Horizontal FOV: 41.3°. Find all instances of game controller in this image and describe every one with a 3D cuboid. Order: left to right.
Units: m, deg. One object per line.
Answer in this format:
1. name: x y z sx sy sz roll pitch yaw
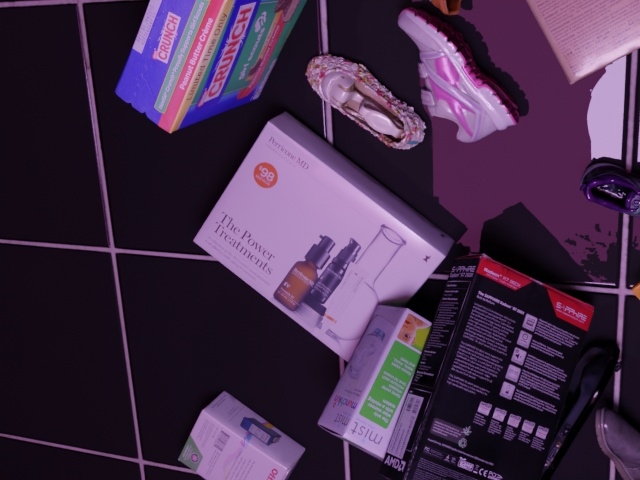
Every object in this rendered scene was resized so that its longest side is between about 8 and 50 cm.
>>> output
1. game controller: 0.405 0.317 1.405 0.067 0.166 0.319 25 115 9

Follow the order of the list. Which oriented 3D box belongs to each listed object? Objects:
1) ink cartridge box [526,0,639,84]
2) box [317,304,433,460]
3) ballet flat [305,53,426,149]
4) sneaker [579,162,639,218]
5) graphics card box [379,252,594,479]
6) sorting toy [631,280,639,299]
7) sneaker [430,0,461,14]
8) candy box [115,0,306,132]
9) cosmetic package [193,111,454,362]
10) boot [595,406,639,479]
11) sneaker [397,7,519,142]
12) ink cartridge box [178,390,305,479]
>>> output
1. ink cartridge box: 0.425 -0.366 1.215 0.234 0.088 0.193 -26 94 29
2. box: 0.167 0.269 1.408 0.262 0.127 0.231 33 77 -17
3. ballet flat: 0.070 -0.234 1.419 0.241 0.077 0.091 34 118 11
4. sneaker: 0.501 -0.052 1.281 0.223 0.098 0.083 16 113 18
5. graphics card box: 0.264 0.234 1.328 0.233 0.094 0.371 24 78 -19
6. sorting toy: 0.623 0.176 1.301 0.347 0.047 0.196 32 121 0
7. sneaker: 0.266 -0.446 1.239 0.290 0.106 0.123 -42 69 39
8. candy box: -0.154 -0.338 1.344 0.122 0.317 0.268 35 117 9
9. cosmetic package: 0.000 0.000 1.506 0.377 0.097 0.284 37 115 4
10. boot: 0.570 0.322 1.364 0.208 0.076 0.189 -14 131 38
11. sneaker: 0.197 -0.255 1.343 0.111 0.103 0.252 -39 89 27
12. ink cartridge box: -0.161 0.437 1.732 0.212 0.093 0.154 33 118 12
